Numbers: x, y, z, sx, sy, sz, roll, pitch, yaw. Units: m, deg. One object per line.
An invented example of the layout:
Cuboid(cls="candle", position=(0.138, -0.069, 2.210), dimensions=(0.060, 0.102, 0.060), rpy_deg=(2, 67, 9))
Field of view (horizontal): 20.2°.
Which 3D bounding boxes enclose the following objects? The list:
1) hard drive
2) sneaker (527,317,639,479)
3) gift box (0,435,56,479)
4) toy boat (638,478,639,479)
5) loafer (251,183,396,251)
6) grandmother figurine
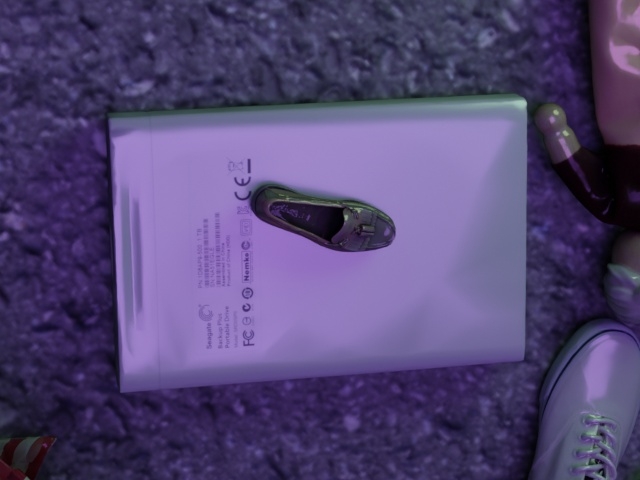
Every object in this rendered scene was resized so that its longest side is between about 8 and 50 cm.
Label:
Cuboid(cls="hard drive", position=(0.000, 0.000, 1.523), dimensions=(0.353, 0.047, 0.233), rpy_deg=(-4, 103, -12))
Cuboid(cls="sneaker", position=(0.236, 0.199, 1.600), dimensions=(0.094, 0.091, 0.258), rpy_deg=(12, 100, -16))
Cuboid(cls="gift box", position=(-0.263, 0.282, 1.394), dimensions=(0.255, 0.258, 0.276), rpy_deg=(44, 74, 4))
Cuboid(cls="toy boat", position=(0.296, 0.372, 1.642), dimensions=(0.267, 0.148, 0.318), rpy_deg=(10, 108, -10))
Cuboid(cls="loafer", position=(0.005, -0.014, 1.474), dimensions=(0.125, 0.039, 0.045), rpy_deg=(14, 98, -15))
Cuboid(cls="grandmother figurine", position=(0.290, -0.088, 1.549), dimensions=(0.208, 0.104, 0.342), rpy_deg=(3, 107, 14))
